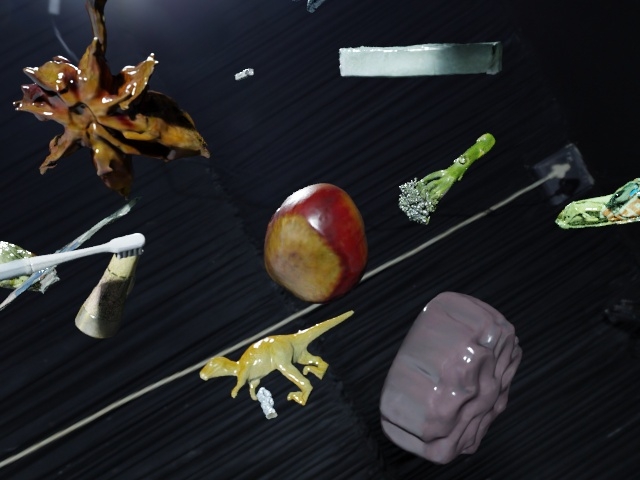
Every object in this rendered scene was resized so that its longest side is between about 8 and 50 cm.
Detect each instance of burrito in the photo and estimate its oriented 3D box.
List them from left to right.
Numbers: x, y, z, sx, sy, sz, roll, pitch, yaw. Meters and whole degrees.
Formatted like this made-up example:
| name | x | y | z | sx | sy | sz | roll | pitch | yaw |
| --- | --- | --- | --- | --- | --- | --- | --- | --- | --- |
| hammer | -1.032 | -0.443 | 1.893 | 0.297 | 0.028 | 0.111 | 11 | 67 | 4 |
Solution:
| name | x | y | z | sx | sy | sz | roll | pitch | yaw |
| --- | --- | --- | --- | --- | --- | --- | --- | --- | --- |
| burrito | 0.598 | -0.079 | 0.966 | 0.104 | 0.287 | 0.054 | 59 | 25 | -49 |

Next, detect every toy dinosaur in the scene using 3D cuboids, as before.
| name | x | y | z | sx | sy | sz | roll | pitch | yaw |
| --- | --- | --- | --- | --- | --- | --- | --- | --- | --- |
| toy dinosaur | -0.047 | 0.122 | 0.599 | 0.126 | 0.162 | 0.039 | 22 | -40 | 11 |

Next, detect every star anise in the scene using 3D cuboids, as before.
| name | x | y | z | sx | sy | sz | roll | pitch | yaw |
| --- | --- | --- | --- | --- | --- | --- | --- | --- | --- |
| star anise | -0.257 | -0.201 | 0.660 | 0.148 | 0.237 | 0.347 | -130 | -135 | -59 |

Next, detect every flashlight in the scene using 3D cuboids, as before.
| name | x | y | z | sx | sy | sz | roll | pitch | yaw |
| --- | --- | --- | --- | --- | --- | --- | --- | --- | --- |
| flashlight | -0.221 | -0.483 | 1.492 | 0.083 | 0.018 | 0.019 | 7 | -73 | 55 |

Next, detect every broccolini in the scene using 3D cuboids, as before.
| name | x | y | z | sx | sy | sz | roll | pitch | yaw |
| --- | --- | --- | --- | --- | --- | --- | --- | --- | --- |
| broccolini | 0.195 | -0.105 | 0.790 | 0.067 | 0.216 | 0.058 | 53 | -32 | -10 |

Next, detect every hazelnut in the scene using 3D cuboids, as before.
| name | x | y | z | sx | sy | sz | roll | pitch | yaw |
| --- | --- | --- | --- | --- | --- | --- | --- | --- | --- |
| hazelnut | 0.000 | 0.000 | 0.995 | 0.230 | 0.229 | 0.229 | 59 | -3 | 5 |

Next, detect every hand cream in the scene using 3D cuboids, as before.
| name | x | y | z | sx | sy | sz | roll | pitch | yaw |
| --- | --- | --- | --- | --- | --- | --- | --- | --- | --- |
| hand cream | -0.409 | 0.090 | 1.009 | 0.083 | 0.203 | 0.084 | 25 | 11 | -5 |

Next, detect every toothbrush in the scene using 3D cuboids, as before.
| name | x | y | z | sx | sy | sz | roll | pitch | yaw |
| --- | --- | --- | --- | --- | --- | --- | --- | --- | --- |
| toothbrush | -0.394 | 0.041 | 0.647 | 0.025 | 0.342 | 0.030 | 55 | -36 | 31 |

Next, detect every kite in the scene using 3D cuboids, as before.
| name | x | y | z | sx | sy | sz | roll | pitch | yaw |
| --- | --- | --- | --- | --- | --- | --- | --- | --- | --- |
| kite | -0.385 | 0.046 | 0.723 | 0.011 | 0.335 | 0.314 | 51 | -16 | -22 |

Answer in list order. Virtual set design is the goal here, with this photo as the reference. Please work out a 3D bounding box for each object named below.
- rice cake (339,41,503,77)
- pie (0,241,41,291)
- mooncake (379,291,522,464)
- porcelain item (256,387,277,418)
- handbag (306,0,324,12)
| name | x | y | z | sx | sy | sz | roll | pitch | yaw |
| --- | --- | --- | --- | --- | --- | --- | --- | --- | --- |
| rice cake | 0.206 | -0.375 | 1.066 | 0.063 | 0.335 | 0.066 | -67 | 157 | -62 |
| pie | -0.722 | 0.056 | 1.173 | 0.200 | 0.090 | 0.248 | 22 | -4 | -6 |
| mooncake | 0.223 | 0.233 | 0.849 | 0.141 | 0.283 | 0.283 | 21 | -29 | 38 |
| porcelain item | -0.129 | 0.390 | 1.232 | 0.036 | 0.028 | 0.083 | 10 | 26 | -33 |
| handbag | 0.002 | -0.612 | 1.086 | 0.057 | 0.144 | 0.221 | 18 | 60 | -42 |
